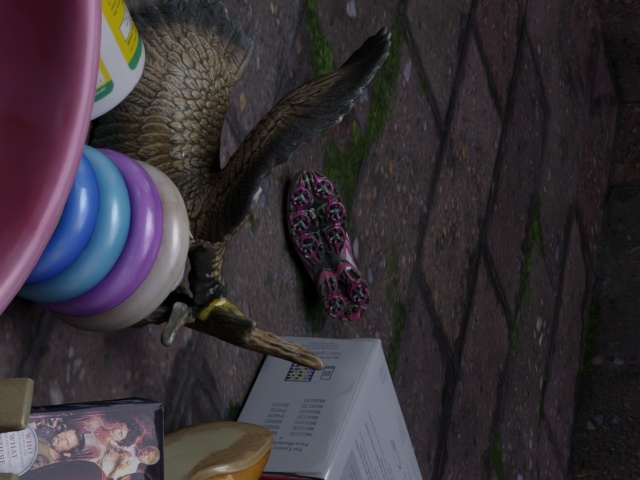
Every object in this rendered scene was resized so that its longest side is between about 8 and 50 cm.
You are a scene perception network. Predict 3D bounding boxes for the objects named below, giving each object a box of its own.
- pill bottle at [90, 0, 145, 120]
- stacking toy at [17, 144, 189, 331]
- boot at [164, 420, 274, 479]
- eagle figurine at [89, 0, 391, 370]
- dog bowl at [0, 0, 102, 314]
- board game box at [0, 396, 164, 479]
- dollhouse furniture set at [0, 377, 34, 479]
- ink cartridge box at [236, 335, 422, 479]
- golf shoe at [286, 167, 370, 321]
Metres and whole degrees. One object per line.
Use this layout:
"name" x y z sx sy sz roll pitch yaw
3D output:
"pill bottle" -0.215 -0.193 1.134 0.208 0.118 0.117 67 30 -43
"stacking toy" -0.230 -0.038 1.093 0.330 0.141 0.141 32 59 -59
"boot" -0.128 0.299 1.381 0.295 0.104 0.211 -33 125 -59
"eagle figurine" -0.085 -0.063 1.345 0.225 0.226 0.298 -143 -115 -72
"dog bowl" -0.251 -0.094 0.626 0.408 0.150 0.408 -19 113 -54
"board game box" -0.194 0.246 1.177 0.165 0.042 0.243 -1 90 -42
"dollhouse furniture set" -0.303 0.118 0.934 0.262 0.135 0.259 63 22 -49
"ink cartridge box" 0.005 0.304 1.654 0.272 0.130 0.309 -65 146 -46
"golf shoe" 0.000 0.000 1.768 0.086 0.067 0.186 -123 -164 -67
